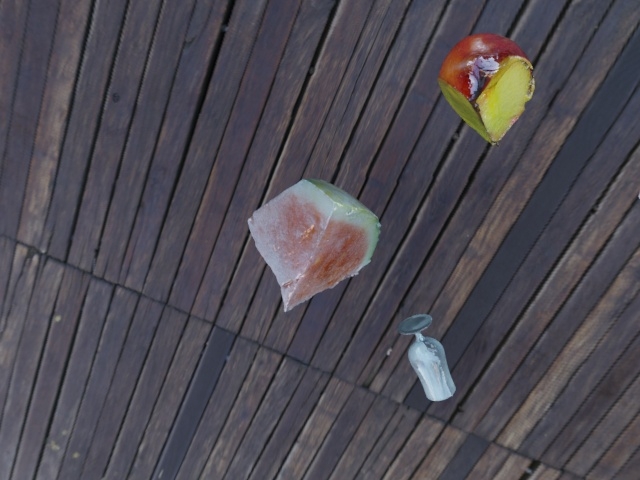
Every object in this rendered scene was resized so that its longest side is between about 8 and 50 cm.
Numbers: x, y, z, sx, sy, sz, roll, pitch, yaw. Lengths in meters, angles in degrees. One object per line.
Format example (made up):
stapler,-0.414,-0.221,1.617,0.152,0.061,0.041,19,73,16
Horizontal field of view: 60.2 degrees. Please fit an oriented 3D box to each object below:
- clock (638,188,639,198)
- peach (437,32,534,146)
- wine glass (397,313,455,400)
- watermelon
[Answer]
clock,0.750,-0.106,1.099,0.197,0.197,0.068,11,90,2
peach,0.315,-0.323,1.080,0.159,0.267,0.154,-51,58,9
wine glass,0.302,0.330,1.548,0.103,0.103,0.231,-20,104,15
watermelon,0.000,0.000,1.040,0.232,0.310,0.193,-25,83,7
